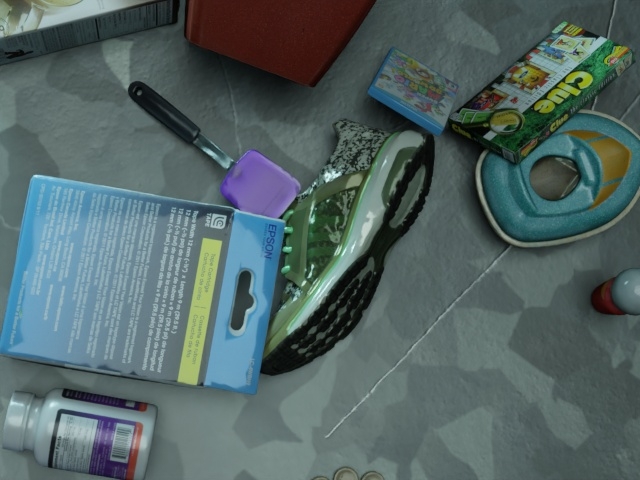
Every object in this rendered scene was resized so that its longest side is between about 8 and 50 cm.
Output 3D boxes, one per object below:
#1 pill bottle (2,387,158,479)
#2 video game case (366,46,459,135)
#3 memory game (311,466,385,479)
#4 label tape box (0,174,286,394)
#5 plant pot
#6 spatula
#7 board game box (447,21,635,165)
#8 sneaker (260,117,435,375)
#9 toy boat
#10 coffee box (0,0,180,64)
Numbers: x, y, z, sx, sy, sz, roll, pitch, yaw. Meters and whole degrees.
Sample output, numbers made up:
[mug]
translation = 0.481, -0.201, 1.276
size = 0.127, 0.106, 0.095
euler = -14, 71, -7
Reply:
[pill bottle]
translation = -0.323, 0.258, 1.636
size = 0.194, 0.108, 0.108
euler = 11, 81, -6
[video game case]
translation = 0.136, -0.217, 1.752
size = 0.119, 0.166, 0.015
euler = 31, 122, -3
[memory game]
translation = 0.043, 0.412, 1.713
size = 0.186, 0.012, 0.186
euler = 1, 81, -7
[label tape box]
translation = -0.241, 0.066, 1.668
size = 0.348, 0.115, 0.249
euler = 10, 81, -5
[plant pot]
translation = -0.064, -0.355, 1.681
size = 0.267, 0.267, 0.235
euler = 19, 99, -13
[spatula]
translation = -0.163, -0.134, 1.726
size = 0.296, 0.030, 0.084
euler = 38, 92, 15
[board game box]
translation = 0.323, -0.219, 1.774
size = 0.260, 0.030, 0.136
euler = -40, 51, -19
[sneaker]
translation = 0.000, 0.000, 1.726
size = 0.182, 0.158, 0.410
euler = 28, 79, 25
[toy boat]
translation = 0.385, -0.038, 1.753
size = 0.268, 0.148, 0.318
euler = -24, 86, -10
[coffee box]
translation = -0.362, -0.367, 1.712
size = 0.297, 0.119, 0.168
euler = -16, 84, -9
